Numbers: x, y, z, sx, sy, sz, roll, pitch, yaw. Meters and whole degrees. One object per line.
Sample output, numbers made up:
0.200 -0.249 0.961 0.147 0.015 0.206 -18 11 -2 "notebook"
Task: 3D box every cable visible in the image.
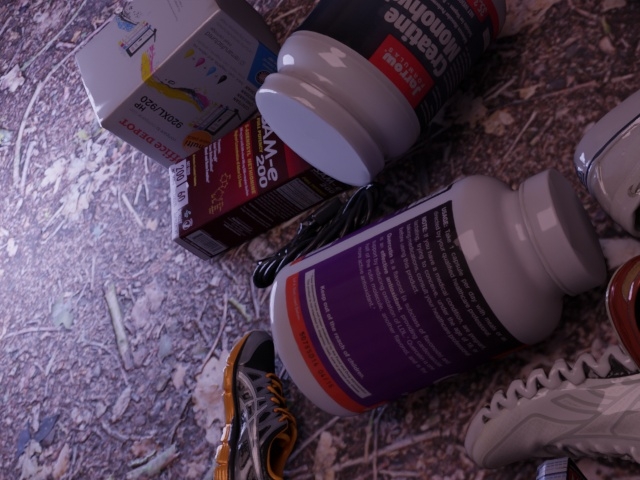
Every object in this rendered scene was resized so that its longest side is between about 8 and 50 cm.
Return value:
0.000 0.000 1.327 0.184 0.047 0.150 -37 11 -13 "cable"

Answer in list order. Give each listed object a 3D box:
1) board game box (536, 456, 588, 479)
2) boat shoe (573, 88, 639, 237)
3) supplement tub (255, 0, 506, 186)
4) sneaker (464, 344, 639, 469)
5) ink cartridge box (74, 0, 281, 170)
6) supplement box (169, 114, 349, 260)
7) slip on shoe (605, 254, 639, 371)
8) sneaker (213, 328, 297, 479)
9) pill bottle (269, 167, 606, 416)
0.223 0.278 0.972 0.060 0.194 0.194 -15 43 31 "board game box"
0.415 -0.133 1.064 0.367 0.136 0.156 -40 47 18 "boat shoe"
0.072 -0.218 1.323 0.191 0.191 0.272 24 71 44 "supplement tub"
0.269 0.159 1.034 0.292 0.110 0.118 -26 64 20 "sneaker"
-0.193 -0.245 1.595 0.233 0.171 0.168 -40 47 14 "ink cartridge box"
-0.085 -0.084 1.483 0.239 0.073 0.130 -27 51 24 "supplement box"
0.351 0.145 0.914 0.123 0.101 0.331 -36 75 3 "slip on shoe"
-0.066 0.205 1.304 0.083 0.084 0.215 -8 64 21 "sneaker"
0.118 0.050 1.164 0.323 0.181 0.181 -26 52 25 "pill bottle"
